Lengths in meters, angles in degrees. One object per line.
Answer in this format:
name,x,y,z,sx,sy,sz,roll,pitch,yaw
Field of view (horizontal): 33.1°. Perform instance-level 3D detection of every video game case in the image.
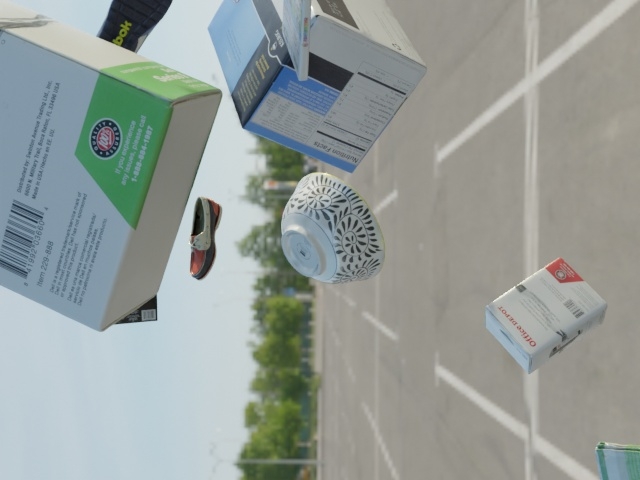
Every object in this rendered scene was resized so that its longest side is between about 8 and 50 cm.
video game case,-0.025,-0.239,1.109,0.122,0.011,0.087,94,164,-47

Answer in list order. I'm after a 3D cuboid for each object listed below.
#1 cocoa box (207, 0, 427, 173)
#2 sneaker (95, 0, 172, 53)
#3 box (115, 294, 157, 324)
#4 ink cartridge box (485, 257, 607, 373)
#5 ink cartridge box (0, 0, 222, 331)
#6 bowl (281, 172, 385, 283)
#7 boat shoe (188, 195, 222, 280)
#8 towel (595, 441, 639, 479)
cocoa box,-0.018,-0.323,1.810,0.228,0.231,0.347,-54,34,26
sneaker,-0.204,-0.223,1.128,0.144,0.053,0.059,-54,15,6
box,-0.248,0.069,1.407,0.083,0.062,0.052,-130,40,-64
ink cartridge box,0.306,0.103,1.472,0.099,0.135,0.056,50,164,30
ink cartridge box,-0.260,-0.084,0.927,0.211,0.289,0.121,-69,-10,19
bowl,0.000,0.000,1.478,0.080,0.170,0.170,-36,-36,-34
boat shoe,-0.193,-0.004,1.743,0.043,0.049,0.137,28,-114,-48
towel,0.470,0.335,1.519,0.023,0.152,0.113,-51,-47,-50
